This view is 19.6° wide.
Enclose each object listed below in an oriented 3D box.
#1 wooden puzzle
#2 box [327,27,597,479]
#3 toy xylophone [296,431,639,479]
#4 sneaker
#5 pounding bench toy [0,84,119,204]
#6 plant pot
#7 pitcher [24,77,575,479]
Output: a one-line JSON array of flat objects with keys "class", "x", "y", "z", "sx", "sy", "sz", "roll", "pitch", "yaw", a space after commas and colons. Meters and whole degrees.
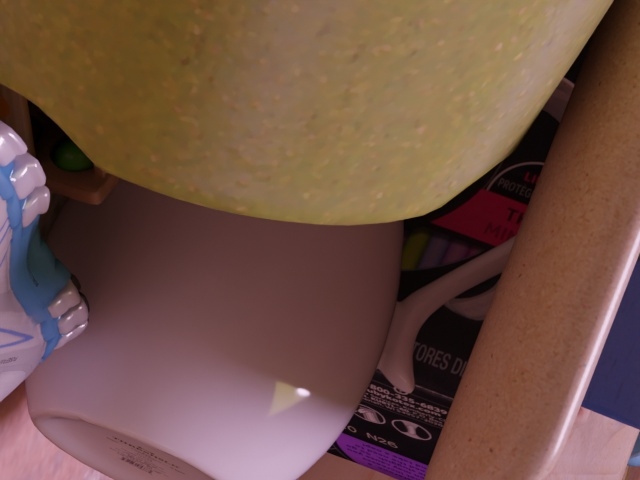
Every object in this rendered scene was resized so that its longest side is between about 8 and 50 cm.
[{"class": "wooden puzzle", "x": 0.151, "y": -0.051, "z": 0.652, "sx": 0.348, "sy": 0.080, "sz": 0.322, "roll": 22, "pitch": 89, "yaw": -76}, {"class": "box", "x": 0.059, "y": -0.041, "z": 0.827, "sx": 0.143, "sy": 0.165, "sz": 0.270, "roll": 76, "pitch": 36, "yaw": -63}, {"class": "toy xylophone", "x": 0.064, "y": 0.156, "z": 0.904, "sx": 0.323, "sy": 0.236, "sz": 0.081, "roll": -44, "pitch": 132, "yaw": 18}, {"class": "sneaker", "x": -0.118, "y": 0.013, "z": 0.510, "sx": 0.083, "sy": 0.071, "sz": 0.190, "roll": -58, "pitch": 159, "yaw": -21}, {"class": "pounding bench toy", "x": -0.067, "y": -0.047, "z": 0.569, "sx": 0.065, "sy": 0.083, "sz": 0.052, "roll": 90, "pitch": 25, "yaw": -46}, {"class": "plant pot", "x": 0.010, "y": -0.153, "z": 0.453, "sx": 0.276, "sy": 0.276, "sz": 0.254, "roll": -46, "pitch": 162, "yaw": -54}, {"class": "pitcher", "x": 0.000, "y": 0.000, "z": 0.673, "sx": 0.125, "sy": 0.178, "sz": 0.207, "roll": 113, "pitch": 1, "yaw": -70}]
